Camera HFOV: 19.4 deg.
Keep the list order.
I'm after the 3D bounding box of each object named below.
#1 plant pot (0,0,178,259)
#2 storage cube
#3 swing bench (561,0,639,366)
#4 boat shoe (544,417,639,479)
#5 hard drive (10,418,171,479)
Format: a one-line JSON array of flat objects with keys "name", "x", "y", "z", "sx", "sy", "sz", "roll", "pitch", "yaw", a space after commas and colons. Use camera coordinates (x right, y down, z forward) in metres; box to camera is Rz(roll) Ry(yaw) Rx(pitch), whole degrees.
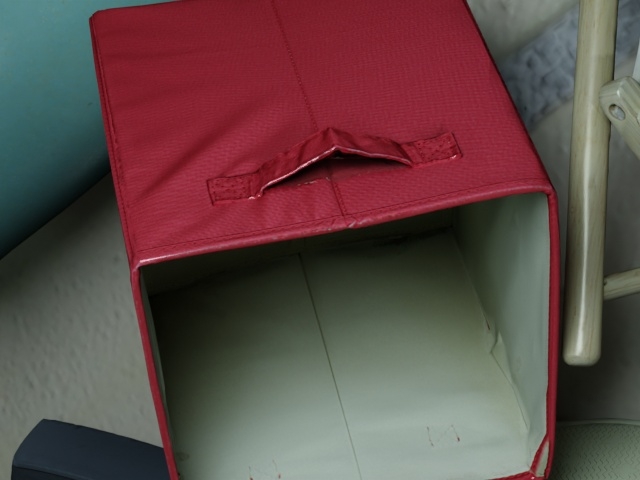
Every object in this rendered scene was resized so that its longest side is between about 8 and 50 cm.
[{"name": "plant pot", "x": -0.186, "y": -0.149, "z": 1.011, "sx": 0.235, "sy": 0.293, "sz": 0.293, "roll": -31, "pitch": 83, "yaw": 16}, {"name": "storage cube", "x": 0.000, "y": 0.000, "z": 0.895, "sx": 0.183, "sy": 0.193, "sz": 0.215, "roll": -11, "pitch": 131, "yaw": -5}, {"name": "swing bench", "x": 0.220, "y": -0.089, "z": 0.800, "sx": 0.253, "sy": 0.165, "sz": 0.255, "roll": -9, "pitch": 92, "yaw": 55}, {"name": "boat shoe", "x": 0.131, "y": 0.144, "z": 0.996, "sx": 0.233, "sy": 0.084, "sz": 0.079, "roll": -3, "pitch": 117, "yaw": 29}, {"name": "hard drive", "x": -0.090, "y": 0.220, "z": 1.144, "sx": 0.254, "sy": 0.054, "sz": 0.172, "roll": 16, "pitch": 107, "yaw": 27}]
